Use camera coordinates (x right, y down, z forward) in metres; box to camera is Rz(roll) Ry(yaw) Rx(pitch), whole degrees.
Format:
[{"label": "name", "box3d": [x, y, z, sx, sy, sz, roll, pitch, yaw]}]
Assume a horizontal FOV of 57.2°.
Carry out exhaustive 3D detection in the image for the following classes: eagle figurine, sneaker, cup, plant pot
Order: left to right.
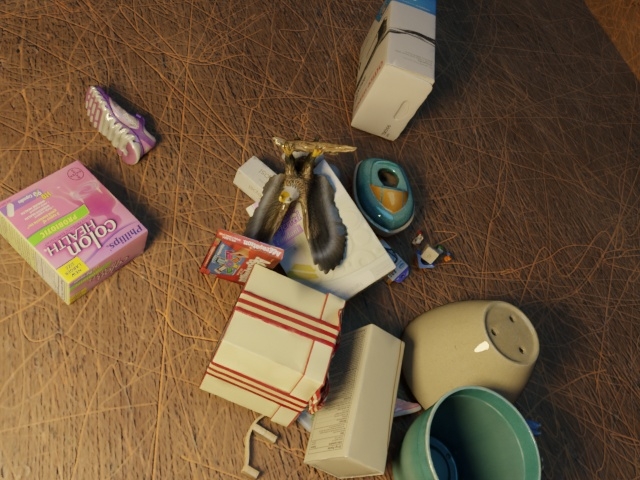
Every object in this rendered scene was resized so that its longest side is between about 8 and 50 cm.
[{"label": "sneaker", "box3d": [-0.517, -0.309, 1.533, 0.236, 0.095, 0.104, 51, 48, 5]}, {"label": "eagle figurine", "box3d": [-0.057, -0.093, 1.382, 0.225, 0.298, 0.226, -11, 26, -39]}, {"label": "sneaker", "box3d": [0.181, 0.395, 1.431, 0.134, 0.051, 0.070, -4, 68, -21]}, {"label": "plant pot", "box3d": [0.292, 0.489, 1.298, 0.271, 0.255, 0.272, 11, 58, -18]}, {"label": "cup", "box3d": [0.399, 0.276, 1.465, 0.331, 0.237, 0.331, 15, 52, -19]}]

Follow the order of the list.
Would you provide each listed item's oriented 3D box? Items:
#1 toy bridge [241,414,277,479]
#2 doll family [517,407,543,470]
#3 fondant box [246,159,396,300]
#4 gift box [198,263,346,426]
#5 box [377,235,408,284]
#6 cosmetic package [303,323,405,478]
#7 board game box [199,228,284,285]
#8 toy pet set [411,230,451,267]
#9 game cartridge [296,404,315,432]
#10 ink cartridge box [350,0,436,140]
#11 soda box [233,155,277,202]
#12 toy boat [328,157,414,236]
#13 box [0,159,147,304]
[{"label": "toy bridge", "box3d": [-0.127, 0.426, 1.296, 0.063, 0.026, 0.188, 31, 53, -2]}, {"label": "doll family", "box3d": [0.501, 0.524, 1.484, 0.111, 0.076, 0.193, 16, 51, -8]}, {"label": "fondant box", "box3d": [0.000, 0.000, 1.483, 0.238, 0.096, 0.330, -33, 80, -3]}, {"label": "gift box", "box3d": [-0.085, 0.232, 1.266, 0.258, 0.276, 0.255, 25, 50, -7]}, {"label": "box", "box3d": [0.184, 0.060, 1.649, 0.136, 0.028, 0.081, 48, 55, 6]}, {"label": "cosmetic package", "box3d": [0.081, 0.362, 1.331, 0.113, 0.160, 0.310, 31, 54, -23]}, {"label": "board game box", "box3d": [-0.187, 0.049, 1.338, 0.145, 0.281, 0.027, 18, 68, -13]}, {"label": "toy pet set", "box3d": [0.316, 0.044, 1.709, 0.122, 0.065, 0.114, 37, 19, -3]}, {"label": "game cartridge", "box3d": [-0.018, 0.398, 1.367, 0.056, 0.017, 0.083, 41, 54, 8]}, {"label": "ink cartridge box", "box3d": [0.236, -0.569, 1.884, 0.166, 0.285, 0.395, 16, 56, -12]}, {"label": "soda box", "box3d": [-0.130, -0.127, 1.598, 0.216, 0.069, 0.074, 40, 55, 4]}, {"label": "toy boat", "box3d": [0.127, -0.141, 1.663, 0.318, 0.148, 0.268, 4, 55, -20]}, {"label": "box", "box3d": [-0.557, -0.022, 1.322, 0.243, 0.117, 0.213, 45, 54, 6]}]
